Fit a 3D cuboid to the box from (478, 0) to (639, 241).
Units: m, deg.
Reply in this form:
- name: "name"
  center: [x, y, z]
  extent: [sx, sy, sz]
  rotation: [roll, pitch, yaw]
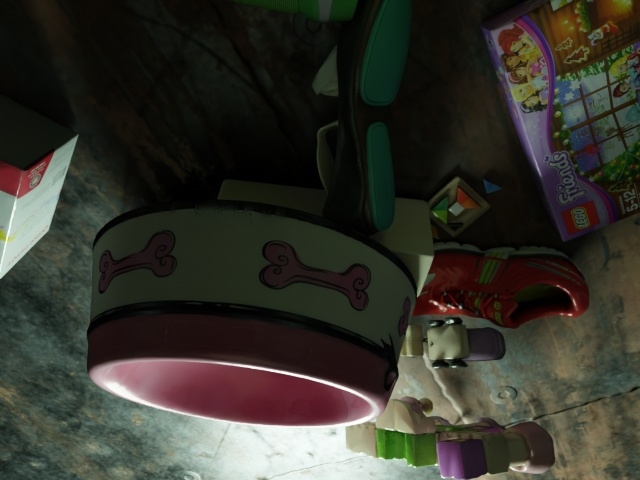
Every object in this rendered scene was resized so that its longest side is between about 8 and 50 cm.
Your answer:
- name: "box"
  center: [0.330, -0.158, 0.549]
  extent: [0.201, 0.057, 0.293]
  rotation: [-24, 118, 17]

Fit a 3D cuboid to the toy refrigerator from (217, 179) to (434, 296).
- name: "toy refrigerator"
  center: [0.000, 0.000, 0.628]
  extent: [0.270, 0.102, 0.094]
  rotation: [6, 136, -1]

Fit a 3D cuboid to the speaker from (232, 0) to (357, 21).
- name: "speaker"
  center: [-0.104, -0.289, 0.440]
  extent: [0.297, 0.131, 0.131]
  rotation: [10, 122, -4]

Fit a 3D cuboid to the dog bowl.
- name: "dog bowl"
  center: [-0.088, 0.124, 0.593]
  extent: [0.408, 0.150, 0.408]
  rotation: [4, 151, 2]

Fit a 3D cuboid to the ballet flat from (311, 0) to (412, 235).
- name: "ballet flat"
  center: [0.036, -0.143, 0.536]
  extent: [0.096, 0.095, 0.280]
  rotation: [11, 102, 32]

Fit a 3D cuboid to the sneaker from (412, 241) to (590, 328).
- name: "sneaker"
  center: [0.224, 0.069, 0.661]
  extent: [0.279, 0.118, 0.107]
  rotation: [-7, 121, 6]

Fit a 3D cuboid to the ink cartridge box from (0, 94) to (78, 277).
- name: "ink cartridge box"
  center: [-0.409, -0.070, 0.595]
  extent: [0.127, 0.128, 0.176]
  rotation: [26, 119, -13]

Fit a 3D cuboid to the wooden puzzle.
- name: "wooden puzzle"
  center: [0.184, -0.043, 0.654]
  extent: [0.079, 0.014, 0.116]
  rotation: [29, 118, -15]

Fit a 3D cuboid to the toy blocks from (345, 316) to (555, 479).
- name: "toy blocks"
  center: [0.213, 0.287, 0.731]
  extent: [0.260, 0.308, 0.289]
  rotation: [7, 163, -30]
